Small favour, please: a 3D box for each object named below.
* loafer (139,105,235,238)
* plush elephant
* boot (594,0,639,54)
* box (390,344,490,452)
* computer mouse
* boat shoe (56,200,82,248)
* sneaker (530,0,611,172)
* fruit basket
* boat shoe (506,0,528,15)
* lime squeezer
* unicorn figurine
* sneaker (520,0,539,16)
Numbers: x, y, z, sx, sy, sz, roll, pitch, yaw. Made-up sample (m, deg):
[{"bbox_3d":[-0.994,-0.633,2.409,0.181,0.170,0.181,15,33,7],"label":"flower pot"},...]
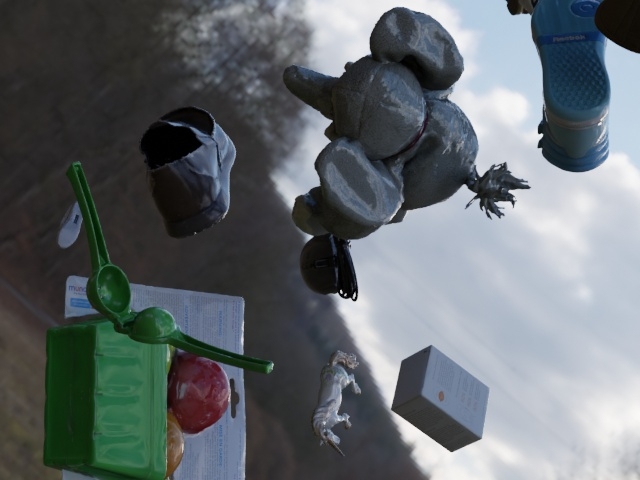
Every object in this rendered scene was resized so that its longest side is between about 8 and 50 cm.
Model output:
[{"bbox_3d":[-0.208,-0.140,1.897,0.366,0.134,0.130,-112,178,-63],"label":"loafer"},{"bbox_3d":[0.069,-0.142,1.515,0.330,0.272,0.255,20,-14,43],"label":"plush elephant"},{"bbox_3d":[0.508,-0.280,1.767,0.213,0.077,0.165,24,6,28],"label":"boot"},{"bbox_3d":[0.238,0.313,2.435,0.170,0.130,0.091,37,-46,-20],"label":"box"},{"bbox_3d":[0.000,0.000,1.906,0.262,0.060,0.184,-173,-105,-81],"label":"computer mouse"},{"bbox_3d":[-0.471,-0.029,2.305,0.035,0.100,0.035,29,-22,-31],"label":"boat shoe"},{"bbox_3d":[0.394,-0.243,1.946,0.127,0.319,0.208,2,-39,12],"label":"sneaker"},{"bbox_3d":[-0.233,0.226,1.746,0.165,0.327,0.353,-7,-11,32],"label":"fruit basket"},{"bbox_3d":[0.393,-0.502,2.440,0.178,0.060,0.064,-99,-167,-47],"label":"boat shoe"},{"bbox_3d":[-0.185,0.060,1.330,0.310,0.110,0.059,45,13,11],"label":"lime squeezer"},{"bbox_3d":[0.016,0.227,1.688,0.060,0.162,0.111,-9,-21,16],"label":"unicorn figurine"},{"bbox_3d":[0.419,-0.516,2.229,0.094,0.235,0.153,1,-25,-13],"label":"sneaker"}]
